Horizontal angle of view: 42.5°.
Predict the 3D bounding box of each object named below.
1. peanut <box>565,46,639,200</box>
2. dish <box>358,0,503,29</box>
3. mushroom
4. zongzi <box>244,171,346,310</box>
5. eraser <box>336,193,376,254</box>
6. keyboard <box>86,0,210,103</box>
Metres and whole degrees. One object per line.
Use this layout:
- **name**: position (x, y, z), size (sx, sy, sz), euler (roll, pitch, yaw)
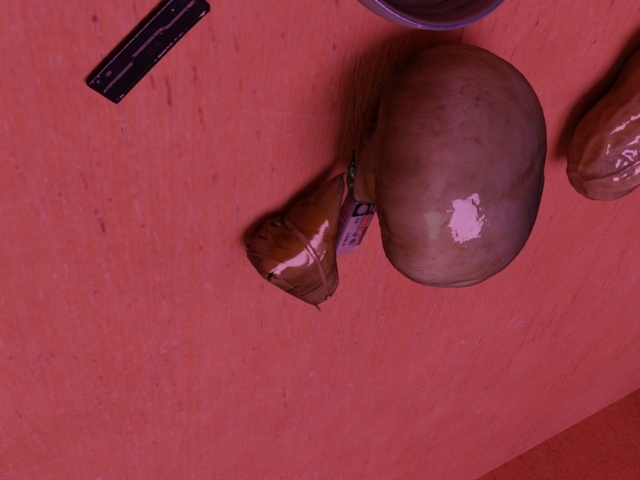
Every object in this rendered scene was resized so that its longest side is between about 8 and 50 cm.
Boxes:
- **peanut**: position (0.561, -0.219, 1.456), size (0.174, 0.158, 0.340), euler (26, 112, -22)
- **dish**: position (0.082, -0.351, 0.851), size (0.273, 0.134, 0.273), euler (-4, 99, -31)
- **mushroom**: position (0.177, -0.101, 1.139), size (0.352, 0.260, 0.352), euler (13, 90, -68)
- **zongzi**: position (0.000, 0.000, 1.271), size (0.197, 0.099, 0.194), euler (-45, 147, 1)
- **eraser**: position (0.054, -0.029, 1.335), size (0.052, 0.029, 0.122), euler (-12, 141, -33)
- **keyboard**: position (-0.186, -0.212, 0.893), size (0.155, 0.010, 0.053), euler (-42, 148, 9)
